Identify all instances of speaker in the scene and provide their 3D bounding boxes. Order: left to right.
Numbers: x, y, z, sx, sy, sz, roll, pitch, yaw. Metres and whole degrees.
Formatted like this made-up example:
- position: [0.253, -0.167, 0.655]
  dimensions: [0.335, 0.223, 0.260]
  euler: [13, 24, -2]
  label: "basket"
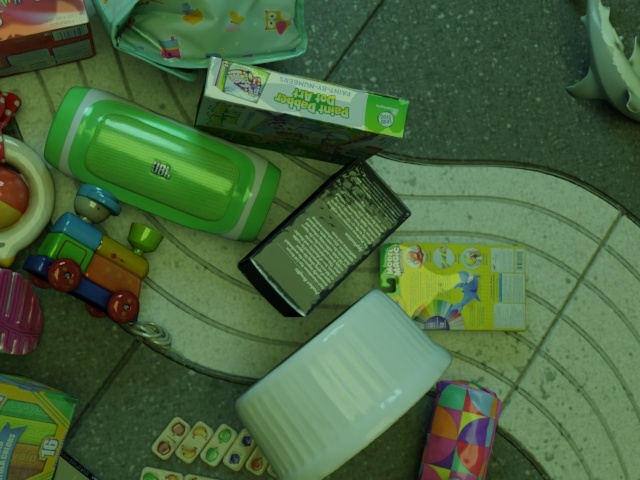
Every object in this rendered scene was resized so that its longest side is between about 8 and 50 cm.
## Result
- position: [-0.209, -0.100, 1.141]
  dimensions: [0.296, 0.131, 0.131]
  euler: [22, 81, -9]
  label: "speaker"

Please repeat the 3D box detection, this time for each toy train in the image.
- position: [-0.252, 0.042, 1.134]
  dimensions: [0.248, 0.105, 0.143]
  euler: [34, 72, -30]
  label: "toy train"

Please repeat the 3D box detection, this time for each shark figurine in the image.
- position: [0.426, -0.280, 1.308]
  dimensions: [0.166, 0.116, 0.278]
  euler: [-36, 102, -46]
  label: "shark figurine"

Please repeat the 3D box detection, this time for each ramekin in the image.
- position: [0.021, 0.185, 1.093]
  dimensions: [0.277, 0.277, 0.135]
  euler: [-39, 86, -12]
  label: "ramekin"

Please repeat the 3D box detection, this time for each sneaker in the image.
- position: [-0.461, 0.074, 1.057]
  dimensions: [0.252, 0.111, 0.103]
  euler: [40, 49, -45]
  label: "sneaker"

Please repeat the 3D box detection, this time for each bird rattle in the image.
- position: [-0.451, -0.077, 1.115]
  dimensions: [0.207, 0.143, 0.253]
  euler: [34, 66, -19]
  label: "bird rattle"

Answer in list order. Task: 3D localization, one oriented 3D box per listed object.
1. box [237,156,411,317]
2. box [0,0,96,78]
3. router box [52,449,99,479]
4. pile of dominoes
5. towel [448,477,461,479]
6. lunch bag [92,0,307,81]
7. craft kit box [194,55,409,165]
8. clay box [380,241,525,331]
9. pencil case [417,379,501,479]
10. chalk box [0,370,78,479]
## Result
- position: [0.000, 0.000, 1.162]
  dimensions: [0.207, 0.153, 0.108]
  euler: [-44, 95, -11]
  label: "box"
- position: [-0.457, -0.290, 1.094]
  dimensions: [0.300, 0.154, 0.142]
  euler: [-16, 88, -11]
  label: "box"
- position: [-0.364, 0.375, 1.104]
  dimensions: [0.133, 0.046, 0.179]
  euler: [42, 78, -5]
  label: "router box"
- position: [-0.126, 0.354, 1.159]
  dimensions: [0.251, 0.040, 0.196]
  euler: [14, 82, -11]
  label: "pile of dominoes"
- position: [0.220, 0.515, 1.149]
  dimensions: [0.317, 0.053, 0.332]
  euler: [29, 94, -21]
  label: "towel"
- position: [-0.170, -0.327, 1.112]
  dimensions: [0.262, 0.160, 0.223]
  euler: [-15, 45, -15]
  label: "lunch bag"
- position: [-0.038, -0.161, 1.119]
  dimensions: [0.246, 0.250, 0.061]
  euler: [13, 84, -10]
  label: "craft kit box"
- position: [0.189, 0.069, 1.245]
  dimensions: [0.222, 0.053, 0.127]
  euler: [2, 84, -10]
  label: "clay box"
- position: [0.193, 0.317, 1.200]
  dimensions: [0.104, 0.104, 0.236]
  euler: [12, 84, -10]
  label: "pencil case"
- position: [-0.426, 0.219, 1.008]
  dimensions: [0.213, 0.132, 0.132]
  euler: [28, 76, -53]
  label: "chalk box"
